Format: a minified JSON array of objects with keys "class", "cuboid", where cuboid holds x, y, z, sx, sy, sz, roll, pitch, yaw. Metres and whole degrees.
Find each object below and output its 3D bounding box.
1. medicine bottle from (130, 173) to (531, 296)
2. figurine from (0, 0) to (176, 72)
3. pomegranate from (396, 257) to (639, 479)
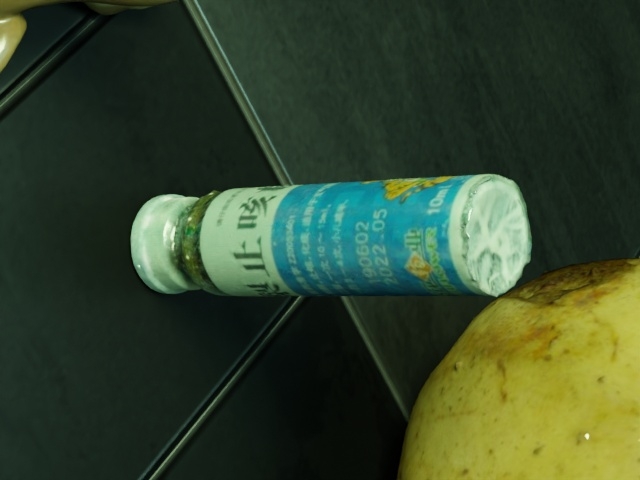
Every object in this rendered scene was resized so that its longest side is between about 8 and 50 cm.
[{"class":"medicine bottle","cuboid":[0.000,0.000,0.760,0.051,0.191,0.051,4,85,-50]},{"class":"figurine","cuboid":[-0.110,-0.179,0.655,0.177,0.173,0.247,-40,117,-42]},{"class":"pomegranate","cuboid":[0.172,0.144,0.906,0.281,0.281,0.281,2,87,-49]}]
